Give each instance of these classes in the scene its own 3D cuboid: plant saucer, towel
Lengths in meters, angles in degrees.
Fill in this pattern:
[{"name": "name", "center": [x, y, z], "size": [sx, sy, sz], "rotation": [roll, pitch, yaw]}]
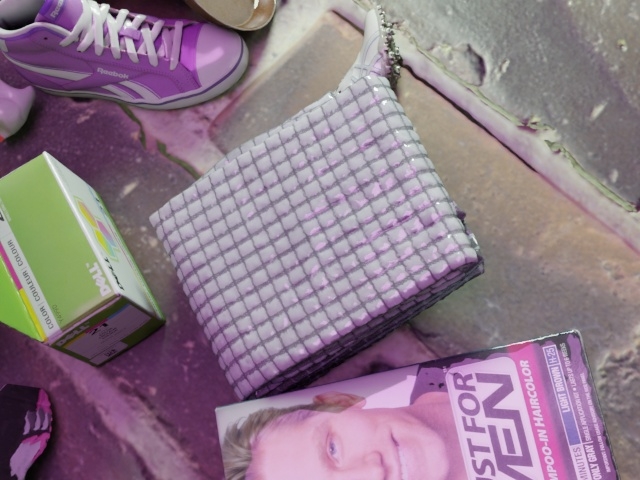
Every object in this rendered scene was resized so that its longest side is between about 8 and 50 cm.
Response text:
[{"name": "plant saucer", "center": [-0.120, -0.307, 1.110], "size": [0.029, 0.168, 0.168], "rotation": [-27, 65, 38]}, {"name": "towel", "center": [0.000, 0.000, 0.981], "size": [0.284, 0.121, 0.235], "rotation": [-33, 68, 12]}]

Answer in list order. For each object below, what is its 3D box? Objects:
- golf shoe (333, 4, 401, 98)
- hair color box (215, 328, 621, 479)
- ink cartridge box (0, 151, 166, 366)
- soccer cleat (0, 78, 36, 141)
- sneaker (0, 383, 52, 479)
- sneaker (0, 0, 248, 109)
[{"name": "golf shoe", "center": [0.045, -0.173, 1.071], "size": [0.086, 0.069, 0.176], "rotation": [-6, 70, 16]}, {"name": "hair color box", "center": [0.090, 0.210, 0.916], "size": [0.347, 0.105, 0.173], "rotation": [-14, 70, 7]}, {"name": "ink cartridge box", "center": [-0.274, 0.005, 0.975], "size": [0.097, 0.255, 0.188], "rotation": [-32, 70, 0]}, {"name": "soccer cleat", "center": [-0.428, -0.179, 1.172], "size": [0.196, 0.068, 0.076], "rotation": [23, 63, 16]}, {"name": "sneaker", "center": [-0.335, 0.233, 1.015], "size": [0.077, 0.072, 0.178], "rotation": [-31, 41, 43]}, {"name": "sneaker", "center": [-0.230, -0.221, 1.091], "size": [0.282, 0.161, 0.102], "rotation": [-1, 71, 10]}]
